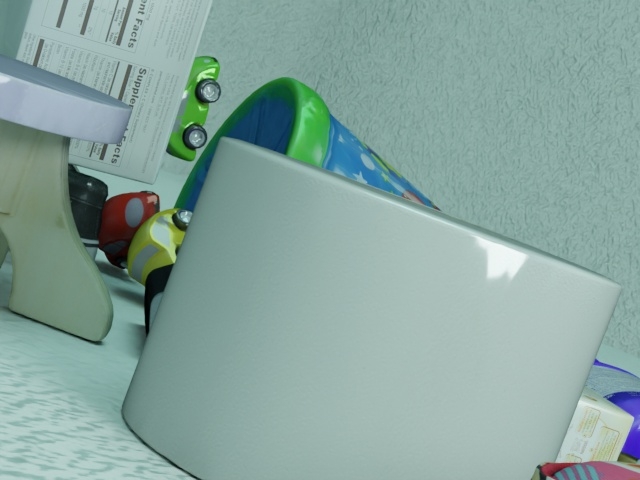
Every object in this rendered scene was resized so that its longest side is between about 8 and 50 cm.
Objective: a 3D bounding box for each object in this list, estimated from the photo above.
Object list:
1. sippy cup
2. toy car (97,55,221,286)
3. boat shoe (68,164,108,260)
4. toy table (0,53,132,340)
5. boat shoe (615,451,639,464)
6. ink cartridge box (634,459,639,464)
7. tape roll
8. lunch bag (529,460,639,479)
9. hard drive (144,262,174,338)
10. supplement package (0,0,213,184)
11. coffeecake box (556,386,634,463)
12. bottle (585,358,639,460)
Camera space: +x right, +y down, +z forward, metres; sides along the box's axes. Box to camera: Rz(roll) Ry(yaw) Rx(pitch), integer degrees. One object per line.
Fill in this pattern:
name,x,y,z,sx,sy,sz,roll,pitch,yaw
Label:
sippy cup,0.000,0.000,1.271,0.224,0.240,0.305,30,38,-24
toy car,-0.147,-0.064,1.226,0.053,0.225,0.239,14,6,-24
boat shoe,-0.279,-0.057,1.301,0.113,0.105,0.306,19,4,-25
toy table,-0.239,-0.047,0.929,0.252,0.161,0.274,22,4,13
boat shoe,0.266,0.206,0.945,0.153,0.048,0.056,30,2,15
ink cartridge box,0.230,0.186,0.824,0.180,0.060,0.104,22,4,19
tape roll,0.028,0.058,0.769,0.246,0.169,0.246,20,4,-1
lunch bag,0.205,0.164,0.525,0.293,0.120,0.258,17,4,-40
hard drive,-0.008,0.029,1.001,0.254,0.054,0.172,-12,9,-7
supplement package,-0.212,-0.192,1.193,0.145,0.204,0.262,14,12,-25
coffeecake box,0.113,0.114,0.992,0.185,0.068,0.142,21,3,-11
bottle,0.233,0.151,1.129,0.118,0.092,0.283,13,5,-15
